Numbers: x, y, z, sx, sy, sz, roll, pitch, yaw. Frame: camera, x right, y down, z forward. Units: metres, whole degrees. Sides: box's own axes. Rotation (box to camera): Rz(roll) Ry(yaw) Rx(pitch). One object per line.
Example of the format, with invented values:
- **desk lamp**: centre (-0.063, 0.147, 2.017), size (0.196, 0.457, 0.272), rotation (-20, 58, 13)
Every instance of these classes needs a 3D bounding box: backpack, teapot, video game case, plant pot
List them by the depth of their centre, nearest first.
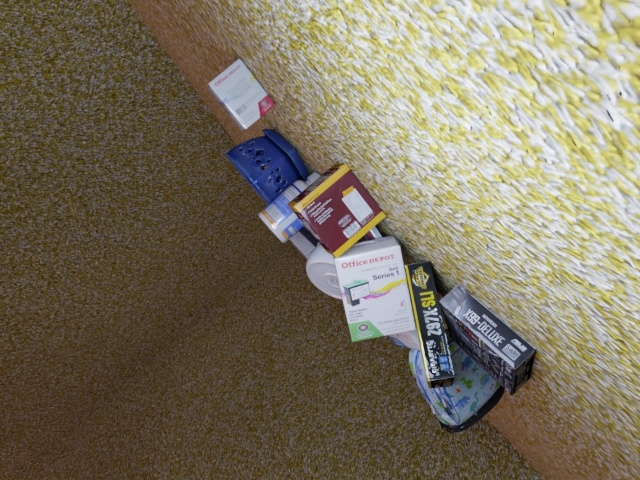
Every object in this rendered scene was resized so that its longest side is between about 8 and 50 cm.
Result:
- **teapot**: centre (0.083, 0.071, 1.532), size (0.252, 0.187, 0.256), rotation (42, 145, -17)
- **video game case**: centre (0.128, -0.040, 1.535), size (0.204, 0.025, 0.285), rotation (56, 167, 1)
- **backpack**: centre (0.481, 0.480, 1.584), size (0.355, 0.290, 0.273), rotation (55, 167, 1)
- **plant pot**: centre (-0.191, -0.285, 1.736), size (0.236, 0.212, 0.236), rotation (46, 174, 34)

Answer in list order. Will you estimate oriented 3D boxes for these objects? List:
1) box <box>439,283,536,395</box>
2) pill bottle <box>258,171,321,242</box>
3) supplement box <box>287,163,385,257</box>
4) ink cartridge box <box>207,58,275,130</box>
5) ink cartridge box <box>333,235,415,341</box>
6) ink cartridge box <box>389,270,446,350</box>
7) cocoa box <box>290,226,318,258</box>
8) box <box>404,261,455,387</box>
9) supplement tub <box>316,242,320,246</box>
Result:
- **box**: centre (0.453, 0.278, 1.199), size (0.242, 0.077, 0.307), rotation (46, 174, 36)
- **pill bottle**: centre (-0.088, -0.131, 1.664), size (0.152, 0.272, 0.152), rotation (48, 175, 6)
- **supplement box**: centre (0.043, -0.089, 1.283), size (0.194, 0.191, 0.129), rotation (51, 175, -14)
- **ink cartridge box**: centre (-0.256, -0.462, 1.406), size (0.176, 0.128, 0.127), rotation (51, 175, -19)
- **ink cartridge box**: centre (0.163, 0.146, 1.350), size (0.117, 0.202, 0.277), rotation (-87, -15, -76)
- **ink cartridge box**: centre (0.297, 0.242, 1.555), size (0.232, 0.168, 0.171), rotation (50, 158, -14)
- **cocoa box**: centre (0.000, 0.000, 2.189), size (0.231, 0.228, 0.347), rotation (51, 175, -35)
- **box**: centre (0.317, 0.252, 1.278), size (0.257, 0.080, 0.321), rotation (60, -159, -65)
- **supplement tub**: centre (0.136, 0.100, 1.977), size (0.316, 0.194, 0.193), rotation (51, 175, -35)
